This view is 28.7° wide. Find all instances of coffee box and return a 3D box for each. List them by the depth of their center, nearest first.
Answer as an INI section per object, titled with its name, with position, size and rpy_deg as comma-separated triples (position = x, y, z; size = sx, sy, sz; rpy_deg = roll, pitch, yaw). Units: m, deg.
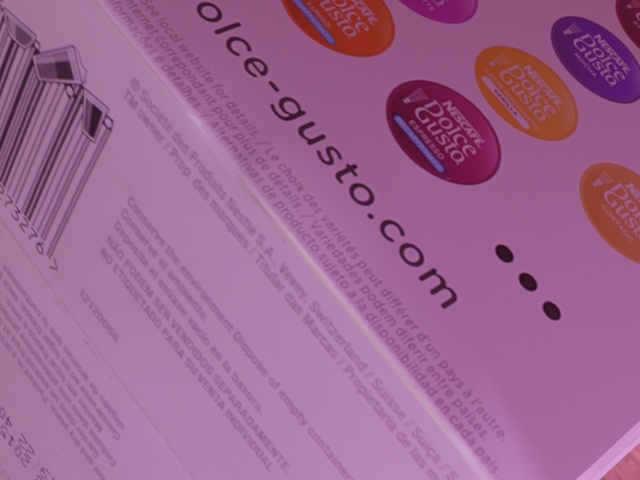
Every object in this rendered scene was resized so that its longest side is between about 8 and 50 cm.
[coffee box]
position = 0.000, 0.000, 0.650
size = 0.337, 0.334, 0.338
rpy_deg = 52, 137, 12
